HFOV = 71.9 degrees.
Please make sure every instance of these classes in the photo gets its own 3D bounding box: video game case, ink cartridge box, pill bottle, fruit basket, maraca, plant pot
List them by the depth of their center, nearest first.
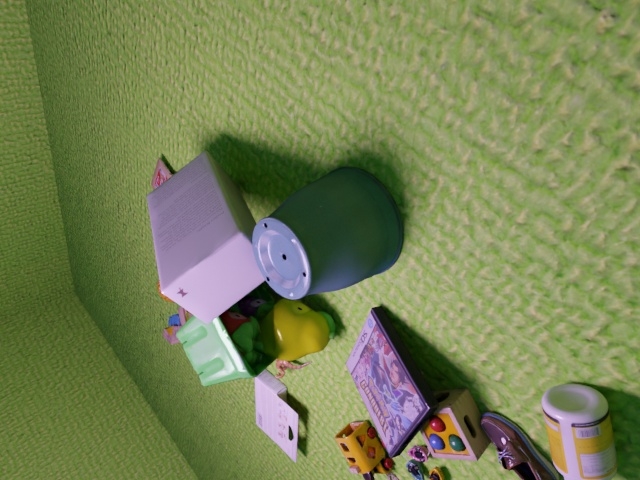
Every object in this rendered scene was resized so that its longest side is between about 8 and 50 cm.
[{"bbox_3d":[0.462,0.359,0.784,0.103,0.103,0.184,-2,108,48],"label":"pill bottle"},{"bbox_3d":[0.000,0.000,0.981,0.271,0.255,0.272,25,127,37],"label":"plant pot"},{"bbox_3d":[0.160,0.345,1.083,0.275,0.035,0.249,-118,33,-40],"label":"video game case"},{"bbox_3d":[-0.159,0.240,1.269,0.392,0.391,0.283,-35,83,50],"label":"fruit basket"},{"bbox_3d":[-0.149,0.650,1.643,0.238,0.060,0.276,27,128,35],"label":"ink cartridge box"},{"bbox_3d":[-0.644,0.221,1.925,0.185,0.099,0.127,40,132,23],"label":"maraca"}]

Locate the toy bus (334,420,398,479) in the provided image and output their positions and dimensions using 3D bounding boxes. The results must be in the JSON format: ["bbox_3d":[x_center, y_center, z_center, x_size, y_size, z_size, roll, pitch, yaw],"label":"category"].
[{"bbox_3d":[0.127,0.638,1.297,0.202,0.104,0.191,25,127,38],"label":"toy bus"}]

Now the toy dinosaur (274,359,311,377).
[{"bbox_3d":[-0.125,0.410,1.486,0.211,0.064,0.113,26,126,36],"label":"toy dinosaur"}]

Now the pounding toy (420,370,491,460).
[{"bbox_3d":[0.260,0.410,1.039,0.206,0.094,0.181,-29,88,50],"label":"pounding toy"}]

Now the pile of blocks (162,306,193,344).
[{"bbox_3d":[-0.558,0.355,1.907,0.362,0.112,0.149,-21,80,43],"label":"pile of blocks"}]

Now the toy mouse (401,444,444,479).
[{"bbox_3d":[0.267,0.592,1.177,0.143,0.031,0.161,12,118,44],"label":"toy mouse"}]

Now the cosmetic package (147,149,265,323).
[{"bbox_3d":[-0.301,-0.032,1.164,0.161,0.230,0.453,51,-176,-41],"label":"cosmetic package"}]

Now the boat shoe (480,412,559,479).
[{"bbox_3d":[0.406,0.443,0.918,0.183,0.066,0.066,42,135,25],"label":"boat shoe"}]

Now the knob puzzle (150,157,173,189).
[{"bbox_3d":[-0.575,-0.192,1.685,0.213,0.029,0.214,24,125,38],"label":"knob puzzle"}]
